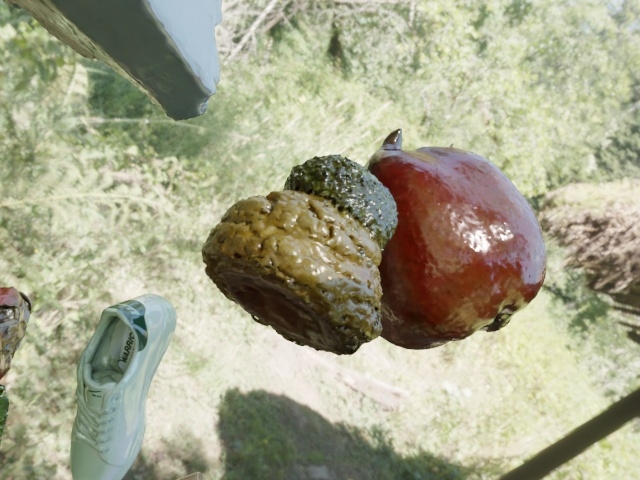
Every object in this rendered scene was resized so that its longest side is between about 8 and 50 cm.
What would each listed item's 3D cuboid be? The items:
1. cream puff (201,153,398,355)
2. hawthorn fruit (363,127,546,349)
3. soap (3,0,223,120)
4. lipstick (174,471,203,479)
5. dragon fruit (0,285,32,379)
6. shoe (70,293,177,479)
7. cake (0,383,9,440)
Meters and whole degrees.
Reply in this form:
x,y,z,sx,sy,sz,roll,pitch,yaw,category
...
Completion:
x,y,z,sx,sy,sz,roll,pitch,yaw,category
0.000,0.000,0.601,0.183,0.169,0.183,25,-24,12,cream puff
0.166,0.012,0.901,0.311,0.295,0.295,41,14,-20,hawthorn fruit
-0.211,-0.193,0.374,0.159,0.303,0.257,53,32,-60,soap
-0.210,0.346,0.869,0.019,0.094,0.018,-22,90,-88,lipstick
-0.489,0.134,0.893,0.224,0.148,0.218,-32,-112,62,dragon fruit
-0.265,0.189,0.765,0.095,0.264,0.110,18,-2,14,shoe
-0.478,0.281,0.793,0.100,0.235,0.099,16,-1,-38,cake
